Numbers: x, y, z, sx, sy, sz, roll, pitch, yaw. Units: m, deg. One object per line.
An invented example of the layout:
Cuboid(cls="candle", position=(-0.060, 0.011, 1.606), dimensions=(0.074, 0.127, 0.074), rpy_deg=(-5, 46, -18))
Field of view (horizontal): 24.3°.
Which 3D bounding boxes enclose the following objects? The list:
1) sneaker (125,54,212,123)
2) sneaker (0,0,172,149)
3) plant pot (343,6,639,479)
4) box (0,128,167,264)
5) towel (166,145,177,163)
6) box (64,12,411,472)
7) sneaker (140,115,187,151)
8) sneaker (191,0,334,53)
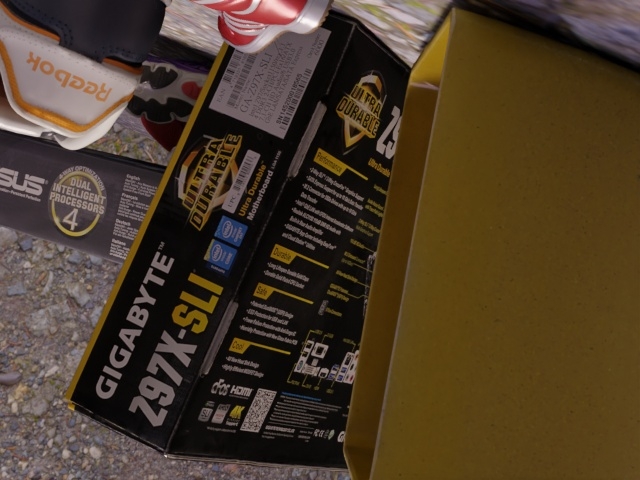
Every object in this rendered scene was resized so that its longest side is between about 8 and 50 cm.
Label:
Cuboid(cls="sneaker", position=(-0.087, -0.128, 1.275), dimensions=(0.169, 0.068, 0.071), rpy_deg=(18, -151, -4))
Cuboid(cls="sneaker", position=(-0.186, -0.135, 0.917), dimensions=(0.126, 0.128, 0.321), rpy_deg=(22, -179, -22))
Cuboid(cls="plant pot", position=(0.123, 0.026, 0.709), dimensions=(0.187, 0.212, 0.212), rpy_deg=(11, 179, -1))
Cuboid(cls="box", position=(-0.071, -0.003, 1.351), dimensions=(0.394, 0.097, 0.318), rpy_deg=(15, -175, 31))
Cuboid(cls="towel", position=(0.054, -0.036, 1.300), dimensions=(0.237, 0.037, 0.329), rpy_deg=(15, -177, 33))
Cuboid(cls="box", position=(-0.005, 0.014, 0.944), dimensions=(0.079, 0.257, 0.322), rpy_deg=(22, 179, 23))
Cuboid(cls="sneaker", position=(-0.098, -0.104, 1.581), dimensions=(0.221, 0.087, 0.128), rpy_deg=(24, 177, -18))
Cuboid(cls="sneaker", position=(-0.044, -0.122, 0.716), dimensions=(0.067, 0.042, 0.118), rpy_deg=(19, 173, -22))
